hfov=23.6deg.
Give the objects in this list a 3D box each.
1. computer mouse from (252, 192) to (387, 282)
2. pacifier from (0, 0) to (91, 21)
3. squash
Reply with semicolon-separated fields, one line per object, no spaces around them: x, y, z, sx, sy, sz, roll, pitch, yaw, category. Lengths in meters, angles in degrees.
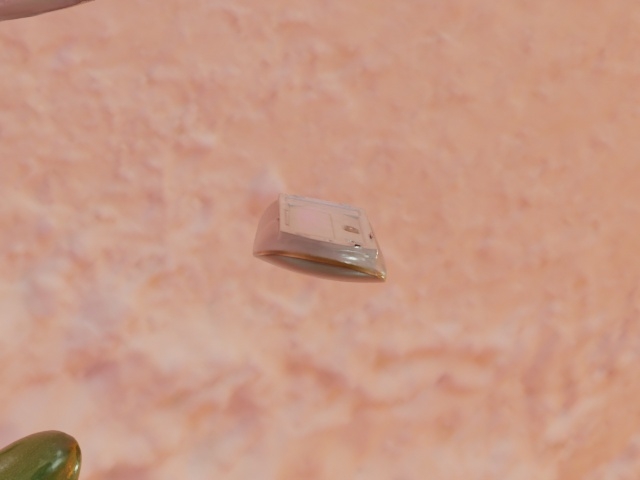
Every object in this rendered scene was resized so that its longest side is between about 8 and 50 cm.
0.000;0.002;1.186;0.199;0.102;0.044;-105;-154;-79;computer mouse
-0.124;-0.180;0.482;0.287;0.238;0.225;-54;145;-46;pacifier
-0.312;0.251;1.263;0.292;0.082;0.082;-32;148;-33;squash
